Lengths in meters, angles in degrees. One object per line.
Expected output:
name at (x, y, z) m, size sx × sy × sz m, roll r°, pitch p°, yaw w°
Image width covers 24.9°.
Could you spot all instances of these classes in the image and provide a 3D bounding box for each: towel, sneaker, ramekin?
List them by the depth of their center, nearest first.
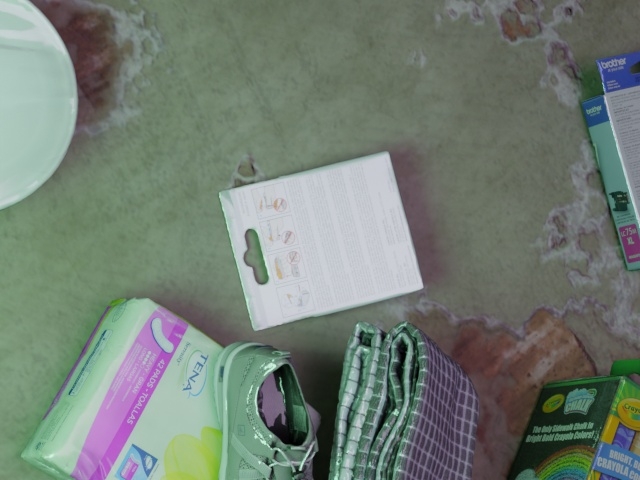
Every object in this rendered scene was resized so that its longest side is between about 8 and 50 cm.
ramekin at (-0.414, -0.152, 1.605) m, size 0.273 × 0.127 × 0.272 m, roll 5°, pitch 80°, yaw -28°
sneaker at (-0.054, 0.252, 1.625) m, size 0.105 × 0.115 × 0.281 m, roll -13°, pitch 91°, yaw -33°
towel at (0.103, 0.263, 1.754) m, size 0.235 × 0.121 × 0.283 m, roll 44°, pitch 52°, yaw -60°

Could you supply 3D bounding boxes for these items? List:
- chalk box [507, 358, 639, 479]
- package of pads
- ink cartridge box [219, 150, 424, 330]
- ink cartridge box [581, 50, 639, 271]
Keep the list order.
chalk box at (0.388, 0.294, 1.941) m, size 0.179 × 0.180 × 0.289 m, roll 34°, pitch 68°, yaw -20°
package of pads at (-0.164, 0.225, 1.692) m, size 0.296 × 0.101 × 0.229 m, roll 37°, pitch 66°, yaw -22°
ink cartridge box at (0.000, 0.000, 1.864) m, size 0.232 × 0.066 × 0.189 m, roll -14°, pitch 89°, yaw -9°
ink cartridge box at (0.495, -0.125, 2.141) m, size 0.186 × 0.065 × 0.311 m, roll -15°, pitch 91°, yaw -30°
